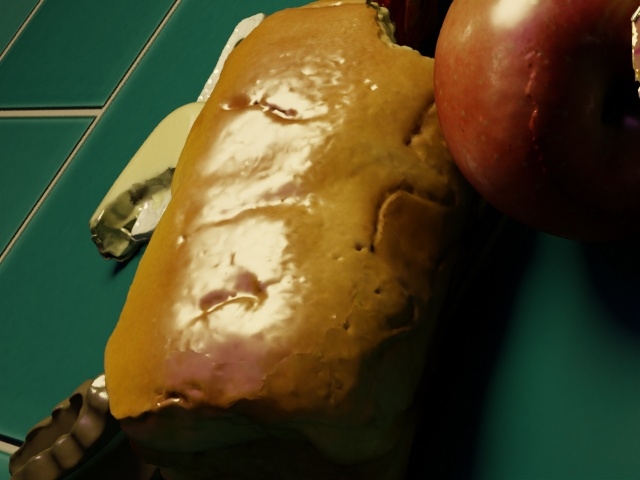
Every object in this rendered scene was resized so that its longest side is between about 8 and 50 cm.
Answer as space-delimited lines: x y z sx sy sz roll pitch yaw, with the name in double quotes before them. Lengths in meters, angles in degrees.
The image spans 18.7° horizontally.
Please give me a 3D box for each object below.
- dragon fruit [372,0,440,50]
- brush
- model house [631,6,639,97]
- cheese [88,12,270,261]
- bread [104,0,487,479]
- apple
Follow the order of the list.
"dragon fruit" 0.054 -0.171 1.439 0.106 0.083 0.162 -44 0 -33
"brush" -0.213 0.188 1.369 0.301 0.084 0.071 -38 30 31
"model house" 0.269 -0.062 0.977 0.207 0.136 0.219 34 85 34
"cheese" -0.098 -0.091 1.575 0.127 0.050 0.235 -14 42 50
"bread" -0.004 -0.004 1.175 0.195 0.149 0.344 7 52 14
"apple" 0.150 -0.090 1.095 0.181 0.181 0.168 -50 19 -2
